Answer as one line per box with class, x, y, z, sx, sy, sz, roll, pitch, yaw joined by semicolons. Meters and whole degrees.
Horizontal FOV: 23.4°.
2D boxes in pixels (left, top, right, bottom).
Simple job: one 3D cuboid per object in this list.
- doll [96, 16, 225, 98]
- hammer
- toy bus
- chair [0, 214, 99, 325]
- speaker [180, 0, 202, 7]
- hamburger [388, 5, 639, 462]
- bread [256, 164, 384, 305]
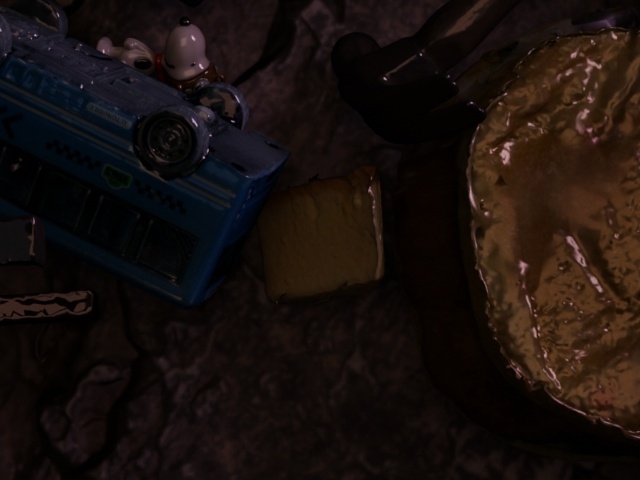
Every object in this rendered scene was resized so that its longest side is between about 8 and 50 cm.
doll;-0.110;-0.117;1.051;0.085;0.040;0.058;-14;110;15
hammer;0.181;-0.227;0.957;0.440;0.168;0.044;-44;116;9
toy bus;-0.154;-0.062;0.995;0.246;0.113;0.134;26;108;5
chair;-0.350;0.112;0.909;0.416;0.240;0.203;-4;81;-1
speaker;-0.125;-0.323;1.004;0.254;0.184;0.232;34;70;7
hamburger;0.153;0.010;0.977;0.211;0.132;0.308;-10;79;-1
bread;0.000;0.000;0.996;0.080;0.109;0.084;-6;83;-4
